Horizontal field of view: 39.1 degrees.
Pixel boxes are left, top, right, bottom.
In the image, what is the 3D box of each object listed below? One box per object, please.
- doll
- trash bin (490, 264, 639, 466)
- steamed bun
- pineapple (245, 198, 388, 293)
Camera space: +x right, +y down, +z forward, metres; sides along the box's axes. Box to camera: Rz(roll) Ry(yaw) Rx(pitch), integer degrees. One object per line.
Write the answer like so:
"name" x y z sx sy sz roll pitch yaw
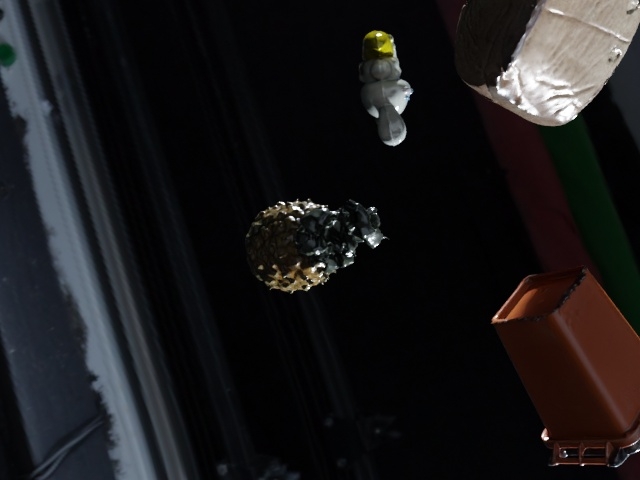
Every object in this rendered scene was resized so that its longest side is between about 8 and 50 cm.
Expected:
"doll" 0.138 -0.319 1.894 0.252 0.111 0.237 -73 -23 -83
"trash bin" 0.342 0.170 1.216 0.184 0.161 0.239 -45 -73 -35
"steamed bun" 0.329 -0.345 1.348 0.251 0.301 0.199 18 -160 -40
"pineapple" 0.000 0.000 0.973 0.108 0.197 0.108 7 -102 -34
